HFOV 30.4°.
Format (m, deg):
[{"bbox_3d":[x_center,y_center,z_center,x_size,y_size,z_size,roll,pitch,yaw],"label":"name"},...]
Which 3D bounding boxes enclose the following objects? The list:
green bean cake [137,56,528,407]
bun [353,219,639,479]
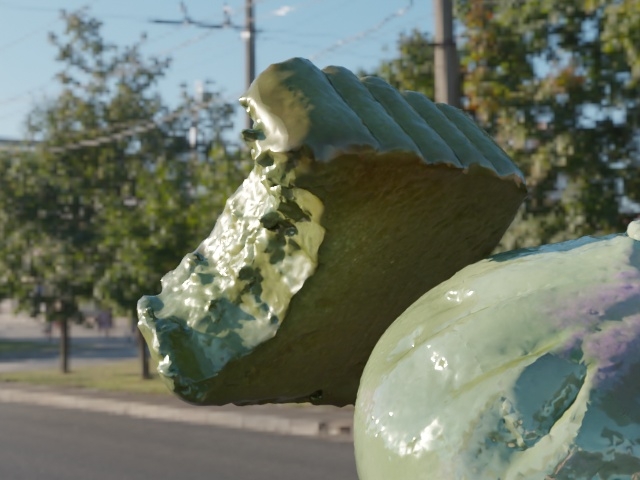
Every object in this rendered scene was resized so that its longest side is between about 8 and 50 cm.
[{"bbox_3d":[0.000,0.000,0.833,0.233,0.236,0.124,6,35,-42],"label":"green bean cake"},{"bbox_3d":[0.166,0.086,0.655,0.293,0.187,0.293,8,25,-4],"label":"bun"}]
